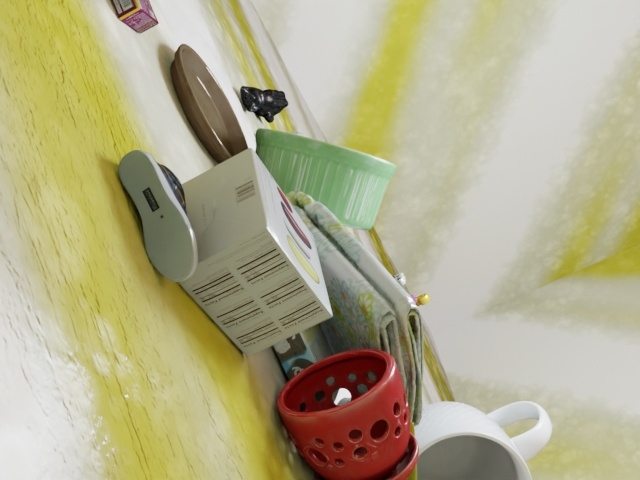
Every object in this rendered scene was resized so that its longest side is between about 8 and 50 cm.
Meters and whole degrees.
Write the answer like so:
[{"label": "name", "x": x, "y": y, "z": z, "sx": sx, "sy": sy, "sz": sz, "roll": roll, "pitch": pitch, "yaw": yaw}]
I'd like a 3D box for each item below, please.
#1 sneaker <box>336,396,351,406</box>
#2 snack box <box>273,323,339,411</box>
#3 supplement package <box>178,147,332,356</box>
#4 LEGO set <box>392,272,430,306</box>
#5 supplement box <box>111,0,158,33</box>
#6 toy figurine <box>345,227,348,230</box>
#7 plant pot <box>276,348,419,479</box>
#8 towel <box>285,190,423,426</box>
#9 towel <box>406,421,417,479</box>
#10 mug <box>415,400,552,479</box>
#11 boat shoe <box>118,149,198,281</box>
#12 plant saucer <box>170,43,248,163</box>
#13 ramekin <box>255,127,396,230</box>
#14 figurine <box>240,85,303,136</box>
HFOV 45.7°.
[{"label": "sneaker", "x": 0.060, "y": 0.346, "z": 1.405, "sx": 0.121, "sy": 0.099, "sz": 0.262, "roll": 48, "pitch": 4, "yaw": 21}, {"label": "snack box", "x": -0.057, "y": 0.131, "z": 1.344, "sx": 0.322, "sy": 0.060, "sz": 0.187, "roll": 65, "pitch": 8, "yaw": 1}, {"label": "supplement package", "x": -0.103, "y": 0.018, "z": 1.109, "sx": 0.203, "sy": 0.149, "sz": 0.194, "roll": 56, "pitch": 13, "yaw": -40}, {"label": "LEGO set", "x": 0.227, "y": 0.151, "z": 1.929, "sx": 0.087, "sy": 0.093, "sz": 0.227, "roll": 62, "pitch": 9, "yaw": -15}, {"label": "supplement box", "x": -0.323, "y": -0.403, "z": 1.315, "sx": 0.055, "sy": 0.043, "sz": 0.083, "roll": 66, "pitch": 10, "yaw": 9}, {"label": "toy figurine", "x": -0.011, "y": 0.014, "z": 1.603, "sx": 0.130, "sy": 0.159, "sz": 0.173, "roll": 56, "pitch": 12, "yaw": -43}, {"label": "plant pot", "x": 0.050, "y": 0.283, "z": 1.160, "sx": 0.191, "sy": 0.191, "sz": 0.174, "roll": -87, "pitch": 156, "yaw": -71}, {"label": "towel", "x": 0.058, "y": 0.123, "z": 1.364, "sx": 0.374, "sy": 0.090, "sz": 0.320, "roll": 47, "pitch": -26, "yaw": 44}, {"label": "towel", "x": 0.118, "y": 0.416, "z": 1.226, "sx": 0.021, "sy": 0.102, "sz": 0.237, "roll": 15, "pitch": 68, "yaw": -48}, {"label": "mug", "x": 0.333, "y": 0.472, "z": 1.666, "sx": 0.276, "sy": 0.374, "sz": 0.328, "roll": 59, "pitch": 3, "yaw": -4}, {"label": "boat shoe", "x": -0.194, "y": -0.030, "z": 0.986, "sx": 0.183, "sy": 0.065, "sz": 0.083, "roll": 66, "pitch": 11, "yaw": 12}, {"label": "plant saucer", "x": -0.221, "y": -0.258, "z": 1.518, "sx": 0.278, "sy": 0.041, "sz": 0.278, "roll": 62, "pitch": 9, "yaw": -18}, {"label": "ramekin", "x": -0.005, "y": -0.123, "z": 1.591, "sx": 0.303, "sy": 0.303, "sz": 0.148, "roll": -1, "pitch": 106, "yaw": -80}, {"label": "figurine", "x": -0.135, "y": -0.313, "z": 2.049, "sx": 0.215, "sy": 0.092, "sz": 0.209, "roll": 66, "pitch": 17, "yaw": 3}]
